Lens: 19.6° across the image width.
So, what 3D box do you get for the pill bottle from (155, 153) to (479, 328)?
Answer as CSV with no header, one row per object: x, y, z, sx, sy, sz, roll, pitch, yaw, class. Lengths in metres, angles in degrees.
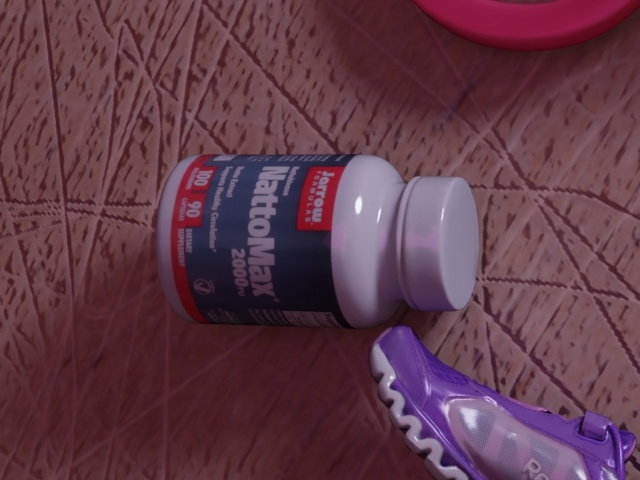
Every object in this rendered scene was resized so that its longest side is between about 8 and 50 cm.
0.000,0.000,1.136,0.180,0.108,0.108,0,84,21,pill bottle

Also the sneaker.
0.127,0.130,1.086,0.104,0.095,0.236,-44,76,4,sneaker

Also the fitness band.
0.146,-0.258,1.146,0.209,0.054,0.291,13,87,24,fitness band
